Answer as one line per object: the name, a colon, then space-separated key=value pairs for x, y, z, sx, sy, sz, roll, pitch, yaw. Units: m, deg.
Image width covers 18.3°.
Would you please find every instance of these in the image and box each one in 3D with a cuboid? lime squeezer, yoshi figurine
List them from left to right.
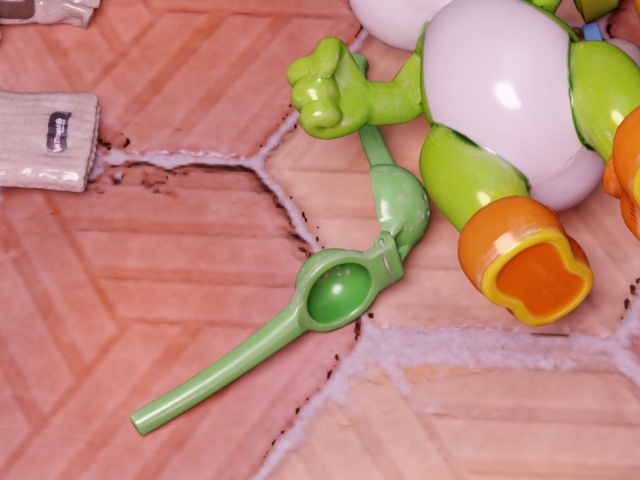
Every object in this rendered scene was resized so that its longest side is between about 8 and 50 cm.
lime squeezer: x=0.000 y=0.000 z=1.202 sx=0.110 sy=0.059 sz=0.310 roll=21 pitch=58 yaw=13
yoshi figurine: x=0.085 y=-0.143 z=1.184 sx=0.203 sy=0.203 sz=0.362 roll=-1 pitch=46 yaw=-30

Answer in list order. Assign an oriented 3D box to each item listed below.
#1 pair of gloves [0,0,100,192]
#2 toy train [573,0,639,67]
pair of gloves: x=-0.244 y=-0.125 z=1.295 sx=0.204 sy=0.042 sz=0.240 roll=0 pitch=57 yaw=-5
toy train: x=0.227 y=-0.189 z=1.324 sx=0.143 sy=0.105 sz=0.248 roll=-16 pitch=50 yaw=9
